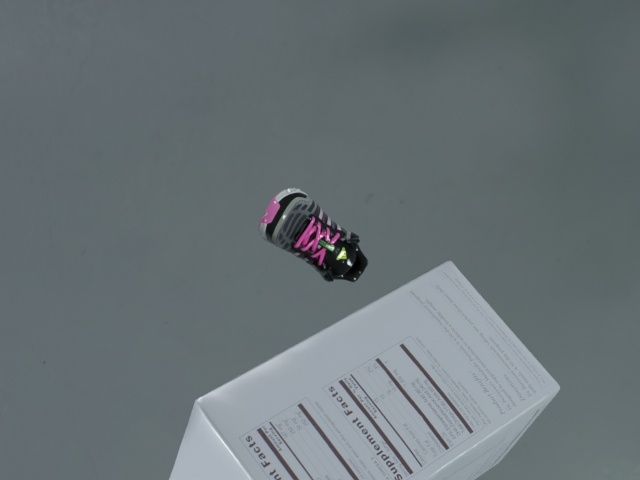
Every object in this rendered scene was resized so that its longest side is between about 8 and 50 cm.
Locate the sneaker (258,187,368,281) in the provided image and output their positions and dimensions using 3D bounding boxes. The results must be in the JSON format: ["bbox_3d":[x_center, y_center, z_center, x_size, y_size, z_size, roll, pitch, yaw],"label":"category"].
[{"bbox_3d":[0.000,0.000,1.163,0.075,0.170,0.063,32,87,30],"label":"sneaker"}]

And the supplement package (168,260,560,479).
[{"bbox_3d":[0.030,0.144,0.850,0.244,0.139,0.134,-26,65,-32],"label":"supplement package"}]
